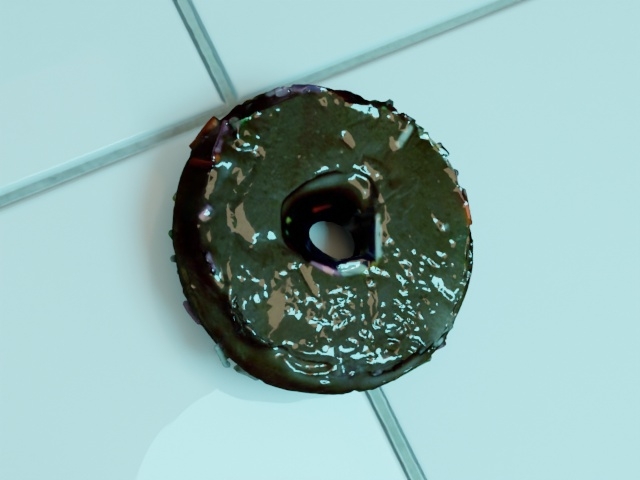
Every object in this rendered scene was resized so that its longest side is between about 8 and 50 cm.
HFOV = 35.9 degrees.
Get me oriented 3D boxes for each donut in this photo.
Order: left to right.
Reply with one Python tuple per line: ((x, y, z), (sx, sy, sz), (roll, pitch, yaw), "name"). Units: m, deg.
((0.000, 0.000, 0.820), (0.270, 0.103, 0.269), (5, 75, -19), "donut")
